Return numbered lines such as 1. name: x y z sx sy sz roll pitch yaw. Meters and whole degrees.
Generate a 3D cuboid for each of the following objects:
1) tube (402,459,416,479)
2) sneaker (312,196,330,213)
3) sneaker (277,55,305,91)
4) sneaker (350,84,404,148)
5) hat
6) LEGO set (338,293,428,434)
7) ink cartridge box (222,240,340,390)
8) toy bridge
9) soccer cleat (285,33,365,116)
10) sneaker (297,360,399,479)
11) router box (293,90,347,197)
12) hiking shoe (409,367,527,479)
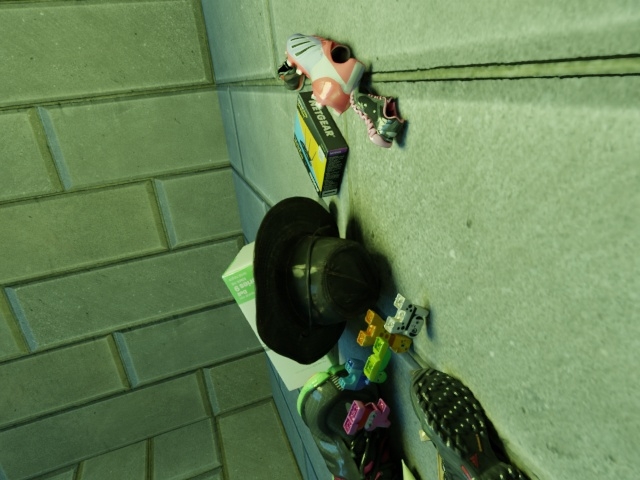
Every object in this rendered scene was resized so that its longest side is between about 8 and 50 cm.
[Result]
1. tube: 0.197 0.528 0.735 0.070 0.062 0.240 -56 35 27
2. sneaker: 0.000 0.000 0.947 0.095 0.090 0.235 53 159 35
3. sneaker: -0.067 -0.368 0.890 0.158 0.064 0.061 170 87 -73
4. sneaker: 0.085 -0.190 0.594 0.057 0.047 0.119 -52 50 41
5. hat: 0.026 0.071 0.738 0.133 0.331 0.332 -5 101 31
6. LEGO set: 0.108 0.189 0.665 0.227 0.093 0.087 -69 24 9
7. ink cartridge box: -0.073 0.142 0.908 0.289 0.121 0.211 63 -171 -13
8. toy bridge: 0.172 0.294 0.622 0.063 0.026 0.188 35 -139 -51
9. soccer cleat: 0.007 -0.310 0.709 0.095 0.083 0.248 -52 40 31
10. sneaker: 0.092 0.447 0.833 0.202 0.185 0.483 39 150 62
11. router box: -0.006 -0.199 0.852 0.133 0.046 0.179 102 151 -54
12. hiking shoe: 0.181 0.284 0.546 0.114 0.086 0.227 97 153 -42
